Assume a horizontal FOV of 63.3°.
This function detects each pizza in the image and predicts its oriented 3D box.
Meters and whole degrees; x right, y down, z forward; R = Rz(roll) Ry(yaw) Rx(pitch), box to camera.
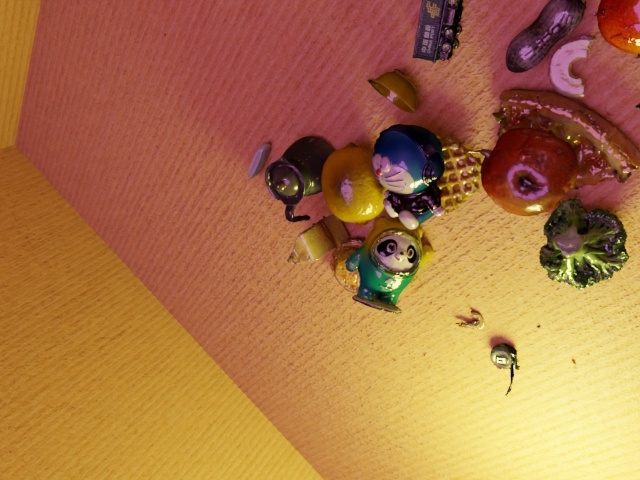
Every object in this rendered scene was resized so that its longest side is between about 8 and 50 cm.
[{"bbox_3d":[0.678,-0.296,1.567,0.434,0.080,0.392,-23,102,39],"label":"pizza"}]

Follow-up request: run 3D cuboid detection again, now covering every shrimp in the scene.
[{"bbox_3d":[0.583,0.309,2.030,0.114,0.023,0.083,-1,113,29],"label":"shrimp"}]

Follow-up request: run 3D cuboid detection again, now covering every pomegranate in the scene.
[{"bbox_3d":[0.794,-0.553,1.248,0.235,0.210,0.210,24,128,21],"label":"pomegranate"}]

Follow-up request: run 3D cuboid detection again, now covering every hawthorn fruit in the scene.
[{"bbox_3d":[0.592,-0.200,1.478,0.262,0.258,0.258,57,139,31],"label":"hawthorn fruit"}]

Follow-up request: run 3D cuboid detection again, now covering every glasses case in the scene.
[{"bbox_3d":[-0.258,-0.337,2.193,0.045,0.067,0.179,38,131,7],"label":"glasses case"}]

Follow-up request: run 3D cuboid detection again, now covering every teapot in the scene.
[{"bbox_3d":[-0.100,-0.227,2.003,0.223,0.285,0.305,38,130,10],"label":"teapot"}]

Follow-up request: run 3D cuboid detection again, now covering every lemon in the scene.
[{"bbox_3d":[0.127,-0.202,1.888,0.260,0.260,0.284,-19,112,40],"label":"lemon"}]

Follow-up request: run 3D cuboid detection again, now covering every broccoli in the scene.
[{"bbox_3d":[0.787,0.015,1.585,0.269,0.241,0.261,-47,64,22],"label":"broccoli"}]

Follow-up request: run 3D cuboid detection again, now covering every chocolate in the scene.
[{"bbox_3d":[0.611,-0.568,1.433,0.110,0.110,0.248,44,127,5],"label":"chocolate"}]

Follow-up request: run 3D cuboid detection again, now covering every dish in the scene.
[{"bbox_3d":[0.253,-0.505,1.715,0.207,0.149,0.080,41,95,17],"label":"dish"}]

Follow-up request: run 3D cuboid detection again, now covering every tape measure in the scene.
[{"bbox_3d":[0.687,0.485,1.969,0.107,0.180,0.104,2,134,32],"label":"tape measure"}]

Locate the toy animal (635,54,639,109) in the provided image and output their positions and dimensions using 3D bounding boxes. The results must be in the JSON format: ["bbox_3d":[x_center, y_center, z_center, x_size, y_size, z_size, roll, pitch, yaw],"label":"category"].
[{"bbox_3d":[0.911,-0.411,1.345,0.216,0.073,0.176,25,113,16],"label":"toy animal"}]

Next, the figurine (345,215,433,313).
[{"bbox_3d":[0.256,0.085,1.956,0.323,0.231,0.340,17,93,-11],"label":"figurine"}]

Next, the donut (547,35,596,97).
[{"bbox_3d":[0.695,-0.487,1.449,0.108,0.065,0.166,14,124,28],"label":"donut"}]

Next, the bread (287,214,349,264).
[{"bbox_3d":[0.000,0.000,2.086,0.141,0.266,0.178,25,127,25],"label":"bread"}]

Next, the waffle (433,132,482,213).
[{"bbox_3d":[0.407,-0.226,1.768,0.291,0.051,0.291,16,122,27],"label":"waffle"}]

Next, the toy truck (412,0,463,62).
[{"bbox_3d":[0.364,-0.673,1.553,0.121,0.088,0.259,22,128,23],"label":"toy truck"}]

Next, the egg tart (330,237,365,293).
[{"bbox_3d":[0.160,0.125,2.155,0.288,0.118,0.289,13,120,24],"label":"egg tart"}]

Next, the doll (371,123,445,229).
[{"bbox_3d":[0.286,-0.223,1.676,0.284,0.240,0.310,25,144,55],"label":"doll"}]
